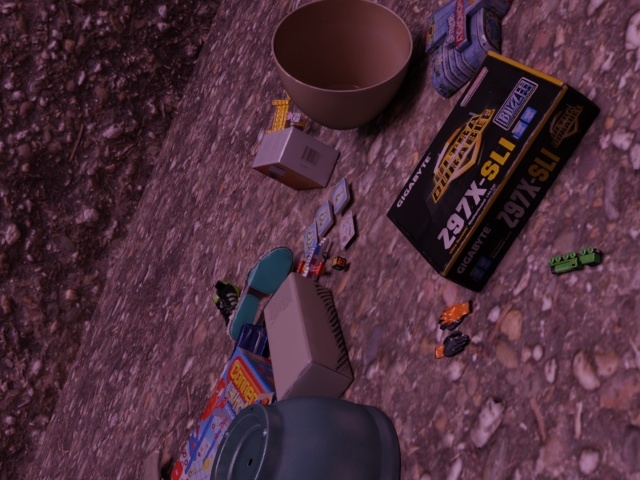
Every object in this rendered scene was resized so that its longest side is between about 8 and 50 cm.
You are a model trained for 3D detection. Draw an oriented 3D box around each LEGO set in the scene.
[{"bbox_3d":[0.000,0.000,1.763,0.182,0.060,0.244,-53,25,32],"label":"LEGO set"},{"bbox_3d":[-0.035,-0.325,2.163,0.132,0.107,0.287,28,87,32],"label":"LEGO set"}]

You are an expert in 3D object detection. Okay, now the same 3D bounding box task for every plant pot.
[{"bbox_3d":[-0.046,0.358,1.309,0.293,0.196,0.293,-47,28,34],"label":"plant pot"},{"bbox_3d":[0.044,-0.343,1.811,0.191,0.284,0.284,89,-172,-54],"label":"plant pot"}]

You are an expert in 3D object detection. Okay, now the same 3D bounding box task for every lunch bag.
[{"bbox_3d":[-0.144,0.221,1.825,0.067,0.065,0.099,144,146,-75],"label":"lunch bag"}]

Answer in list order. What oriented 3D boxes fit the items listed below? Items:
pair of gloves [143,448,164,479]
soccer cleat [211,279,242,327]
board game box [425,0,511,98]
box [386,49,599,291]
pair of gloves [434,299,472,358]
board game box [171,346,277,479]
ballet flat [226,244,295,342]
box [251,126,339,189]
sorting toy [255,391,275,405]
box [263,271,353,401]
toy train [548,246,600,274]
[{"bbox_3d":[-0.414,0.626,2.002,0.240,0.042,0.204,-55,28,25],"label":"pair of gloves"},{"bbox_3d":[-0.219,0.157,2.035,0.060,0.072,0.179,-55,25,20],"label":"soccer cleat"},{"bbox_3d":[0.275,-0.392,1.584,0.194,0.060,0.194,-40,33,45],"label":"board game box"},{"bbox_3d":[0.249,-0.113,1.330,0.322,0.079,0.257,-58,26,12],"label":"box"},{"bbox_3d":[0.194,0.131,1.274,0.074,0.010,0.083,-34,38,49],"label":"pair of gloves"},{"bbox_3d":[-0.153,0.396,1.634,0.302,0.086,0.308,-63,23,3],"label":"board game box"},{"bbox_3d":[-0.133,0.114,1.899,0.241,0.091,0.077,-58,-1,2],"label":"ballet flat"},{"bbox_3d":[-0.059,-0.184,1.981,0.170,0.130,0.091,0,67,65],"label":"box"},{"bbox_3d":[-0.097,0.290,1.497,0.083,0.012,0.062,-21,48,58],"label":"sorting toy"},{"bbox_3d":[-0.027,0.185,1.578,0.113,0.094,0.275,-54,25,23],"label":"box"},{"bbox_3d":[0.323,0.027,1.104,0.083,0.017,0.024,-24,56,56],"label":"toy train"}]
